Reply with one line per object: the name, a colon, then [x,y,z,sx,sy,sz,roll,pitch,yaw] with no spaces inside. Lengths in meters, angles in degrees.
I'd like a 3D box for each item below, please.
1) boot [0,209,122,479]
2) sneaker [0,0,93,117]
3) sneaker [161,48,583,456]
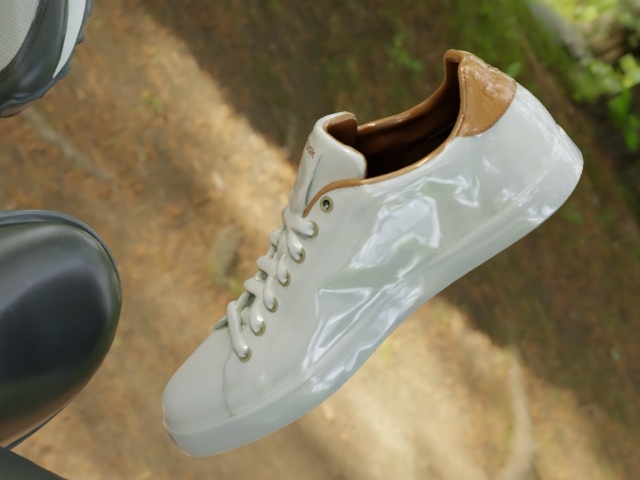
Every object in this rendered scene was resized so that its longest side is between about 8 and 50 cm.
boot: [-0.165,0.108,0.854,0.367,0.445,0.146,-26,108,-28]
sneaker: [-0.173,-0.177,0.724,0.108,0.100,0.271,-26,101,-61]
sneaker: [0.000,0.000,1.031,0.123,0.290,0.106,45,10,-26]
